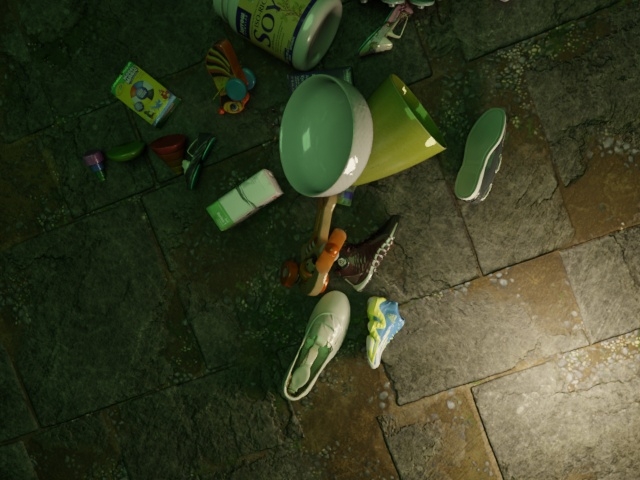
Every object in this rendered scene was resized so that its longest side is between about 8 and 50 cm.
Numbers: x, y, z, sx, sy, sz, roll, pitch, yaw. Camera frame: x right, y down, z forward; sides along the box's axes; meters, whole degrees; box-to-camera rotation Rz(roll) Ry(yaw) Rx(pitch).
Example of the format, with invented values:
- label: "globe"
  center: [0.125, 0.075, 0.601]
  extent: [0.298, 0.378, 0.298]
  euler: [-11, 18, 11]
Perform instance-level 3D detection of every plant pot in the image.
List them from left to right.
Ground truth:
- label: "plant pot"
  center: [0.181, -0.304, 1.467]
  extent: [0.294, 0.275, 0.274]
  euler: [-35, 91, 25]

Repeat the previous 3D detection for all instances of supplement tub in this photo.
- label: "supplement tub"
  center: [-0.129, -0.694, 1.453]
  extent: [0.332, 0.241, 0.240]
  euler: [32, 96, 6]

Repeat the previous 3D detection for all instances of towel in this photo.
- label: "towel"
  center: [0.081, -0.160, 1.596]
  extent: [0.060, 0.009, 0.083]
  euler: [14, 95, 3]

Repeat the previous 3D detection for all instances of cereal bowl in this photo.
- label: "cereal bowl"
  center: [0.030, -0.290, 1.366]
  extent: [0.141, 0.339, 0.338]
  euler: [-4, 96, -39]

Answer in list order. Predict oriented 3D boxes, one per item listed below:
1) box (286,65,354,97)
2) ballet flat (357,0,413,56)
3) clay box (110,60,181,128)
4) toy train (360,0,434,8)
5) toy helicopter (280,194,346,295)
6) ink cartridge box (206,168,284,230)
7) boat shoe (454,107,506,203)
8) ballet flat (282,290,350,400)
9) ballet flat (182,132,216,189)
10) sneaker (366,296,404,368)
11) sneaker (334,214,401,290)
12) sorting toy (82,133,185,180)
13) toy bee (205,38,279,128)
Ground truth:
- label: "box"
  center: [0.009, -0.456, 1.531]
  extent: [0.207, 0.108, 0.153]
  euler: [-7, 93, 6]
- label: "ballet flat"
  center: [0.213, -0.658, 1.518]
  extent: [0.079, 0.077, 0.221]
  euler: [39, 92, -2]
- label: "clay box"
  center: [-0.596, -0.493, 1.607]
  extent: [0.222, 0.053, 0.127]
  euler: [38, 96, 0]
- label: "toy train"
  center: [0.235, -0.799, 1.452]
  extent: [0.334, 0.190, 0.142]
  euler: [11, 131, 10]
- label: "toy helicopter"
  center: [0.000, 0.000, 1.518]
  extent: [0.140, 0.235, 0.354]
  euler: [15, 80, -21]
- label: "ink cartridge box"
  center: [-0.236, -0.131, 1.550]
  extent: [0.220, 0.160, 0.092]
  euler: [-33, 92, 7]
- label: "boat shoe"
  center: [0.514, -0.263, 1.515]
  extent: [0.114, 0.091, 0.302]
  euler: [30, 100, 46]
- label: "ballet flat"
  center: [-0.013, 0.359, 1.584]
  extent: [0.139, 0.139, 0.399]
  euler: [27, 96, 2]
- label: "ballet flat"
  center: [-0.418, -0.269, 1.601]
  extent: [0.074, 0.074, 0.203]
  euler: [24, 90, 3]
- label: "sneaker"
  center: [0.215, 0.305, 1.580]
  extent: [0.126, 0.091, 0.239]
  euler: [1, 94, 4]
- label: "sneaker"
  center: [0.135, 0.013, 1.560]
  extent: [0.163, 0.106, 0.281]
  euler: [30, 97, 5]
- label: "sorting toy"
  center: [-0.612, -0.262, 1.619]
  extent: [0.366, 0.127, 0.126]
  euler: [-7, 123, 8]
- label: "toy bee"
  center: [-0.287, -0.471, 1.531]
  extent: [0.162, 0.195, 0.298]
  euler: [-14, 105, 30]
